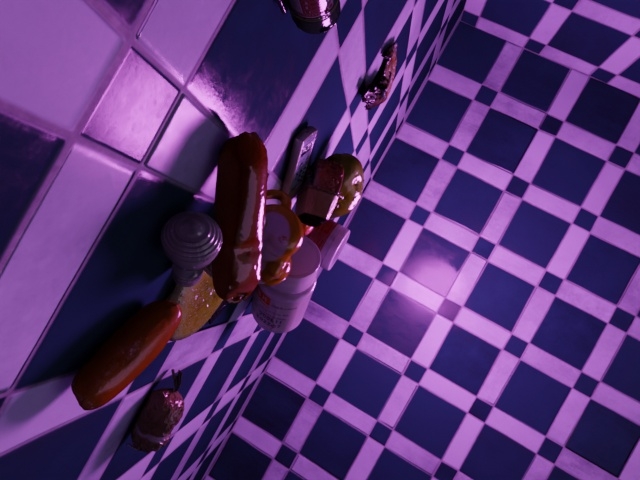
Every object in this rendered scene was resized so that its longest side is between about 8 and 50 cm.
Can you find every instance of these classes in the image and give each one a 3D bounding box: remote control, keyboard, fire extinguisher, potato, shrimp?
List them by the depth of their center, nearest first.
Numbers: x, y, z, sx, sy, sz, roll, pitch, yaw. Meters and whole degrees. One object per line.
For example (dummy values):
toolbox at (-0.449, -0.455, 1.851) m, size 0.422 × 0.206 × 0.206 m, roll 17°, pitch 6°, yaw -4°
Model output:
fire extinguisher at (-0.028, -0.425, 0.605) m, size 0.294 × 0.118 × 0.093 m, roll 29°, pitch 55°, yaw -81°
remote control at (-0.067, -0.218, 1.202) m, size 0.098 × 0.038 × 0.233 m, roll -52°, pitch 167°, yaw -47°
keyboard at (-0.282, 0.170, 1.280) m, size 0.204 × 0.013 × 0.061 m, roll -53°, pitch 168°, yaw -39°
potato at (0.067, -0.205, 1.523) m, size 0.253 × 0.187 × 0.148 m, roll -62°, pitch -145°, yaw 29°
shrimp at (0.228, -0.619, 1.543) m, size 0.365 × 0.071 × 0.233 m, roll -47°, pitch 154°, yaw -55°

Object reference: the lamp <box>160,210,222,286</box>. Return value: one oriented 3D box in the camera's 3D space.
lamp at (-0.246, 0.020, 0.775) m, size 0.106 × 0.106 × 0.193 m, roll -55°, pitch 180°, yaw -36°

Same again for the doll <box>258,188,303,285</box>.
doll at (-0.141, 0.019, 1.132) m, size 0.162 × 0.167 × 0.269 m, roll -51°, pitch 169°, yaw -52°

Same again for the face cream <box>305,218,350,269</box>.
face cream at (0.000, 0.000, 1.758) m, size 0.201 × 0.187 × 0.201 m, roll -59°, pitch 171°, yaw -16°

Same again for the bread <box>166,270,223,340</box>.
bread at (-0.282, 0.114, 1.013) m, size 0.301 × 0.045 × 0.301 m, roll -61°, pitch 171°, yaw -17°

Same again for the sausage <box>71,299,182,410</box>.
sausage at (-0.348, 0.200, 0.761) m, size 0.238 × 0.098 × 0.098 m, roll -51°, pitch 167°, yaw -40°

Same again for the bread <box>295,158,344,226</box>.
bread at (0.001, -0.155, 1.336) m, size 0.224 × 0.143 × 0.211 m, roll 164°, pitch -55°, yaw -74°

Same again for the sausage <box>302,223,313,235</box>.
sausage at (-0.030, -0.111, 1.628) m, size 0.234 × 0.071 × 0.071 m, roll -60°, pitch 171°, yaw -9°

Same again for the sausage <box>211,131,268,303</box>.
sausage at (-0.163, -0.040, 0.818) m, size 0.097 × 0.094 × 0.347 m, roll -13°, pitch 117°, yaw -49°

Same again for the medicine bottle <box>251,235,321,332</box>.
medicine bottle at (-0.129, 0.160, 1.473) m, size 0.211 × 0.211 × 0.371 m, roll -53°, pitch 168°, yaw -40°

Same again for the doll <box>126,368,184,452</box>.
doll at (-0.421, 0.458, 1.100) m, size 0.221 × 0.105 × 0.115 m, roll -59°, pitch 169°, yaw -8°

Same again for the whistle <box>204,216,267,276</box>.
whistle at (-0.193, -0.013, 0.931) m, size 0.105 × 0.085 × 0.227 m, roll 55°, pitch 45°, yaw -30°
